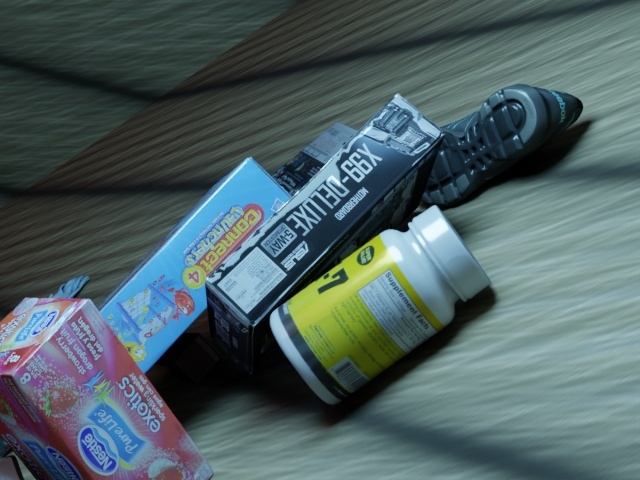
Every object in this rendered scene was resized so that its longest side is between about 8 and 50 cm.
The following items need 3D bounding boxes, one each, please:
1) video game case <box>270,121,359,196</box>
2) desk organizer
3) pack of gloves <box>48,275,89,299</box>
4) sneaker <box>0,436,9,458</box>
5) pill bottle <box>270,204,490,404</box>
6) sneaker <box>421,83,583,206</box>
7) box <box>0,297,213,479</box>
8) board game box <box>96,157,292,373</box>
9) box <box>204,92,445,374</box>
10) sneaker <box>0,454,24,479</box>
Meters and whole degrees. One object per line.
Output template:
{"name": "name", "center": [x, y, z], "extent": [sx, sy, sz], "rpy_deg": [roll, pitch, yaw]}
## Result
{"name": "video game case", "center": [-0.010, -0.114, 2.131], "extent": [0.173, 0.022, 0.190], "rpy_deg": [-39, 19, -4]}
{"name": "desk organizer", "center": [-0.186, 0.153, 1.778], "extent": [0.050, 0.047, 0.130], "rpy_deg": [-49, 21, -24]}
{"name": "pack of gloves", "center": [-0.524, 0.139, 2.467], "extent": [0.195, 0.046, 0.232], "rpy_deg": [-30, 20, 27]}
{"name": "sneaker", "center": [-0.464, 0.277, 2.006], "extent": [0.178, 0.072, 0.077], "rpy_deg": [-24, 9, 17]}
{"name": "pill bottle", "center": [0.062, 0.064, 1.401], "extent": [0.208, 0.119, 0.119], "rpy_deg": [-36, 18, 6]}
{"name": "sneaker", "center": [0.204, -0.112, 1.642], "extent": [0.106, 0.101, 0.267], "rpy_deg": [-15, -6, -37]}
{"name": "box", "center": [-0.247, 0.191, 1.438], "extent": [0.128, 0.257, 0.122], "rpy_deg": [-2, 37, 46]}
{"name": "board game box", "center": [-0.185, 0.053, 1.684], "extent": [0.308, 0.086, 0.302], "rpy_deg": [-47, 6, -12]}
{"name": "box", "center": [0.000, 0.000, 1.567], "extent": [0.307, 0.076, 0.242], "rpy_deg": [-45, -11, -16]}
{"name": "sneaker", "center": [-0.375, 0.315, 1.392], "extent": [0.178, 0.124, 0.295], "rpy_deg": [-16, 9, -15]}
